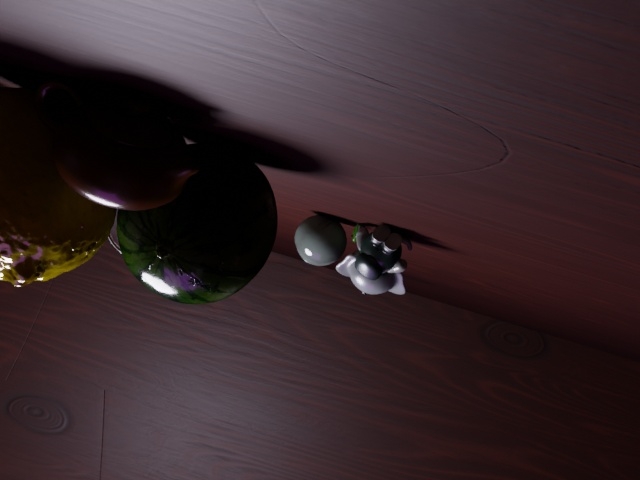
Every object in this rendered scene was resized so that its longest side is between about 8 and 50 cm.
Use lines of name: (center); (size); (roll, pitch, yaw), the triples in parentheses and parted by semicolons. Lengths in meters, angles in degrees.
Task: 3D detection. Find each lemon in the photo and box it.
lemon: (-0.424, -0.085, 1.345); (0.268, 0.321, 0.268); (-11, 147, -8)

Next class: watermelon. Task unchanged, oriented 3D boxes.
watermelon: (-0.182, -0.025, 1.399); (0.242, 0.242, 0.242); (17, 175, 1)

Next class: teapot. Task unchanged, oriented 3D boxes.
teapot: (-0.263, -0.137, 1.215); (0.252, 0.135, 0.178); (34, -151, 12)

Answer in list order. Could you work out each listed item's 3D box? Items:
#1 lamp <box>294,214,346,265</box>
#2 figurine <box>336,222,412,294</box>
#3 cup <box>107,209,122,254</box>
lamp: (0.000, 0.000, 1.888); (0.105, 0.105, 0.105); (17, 175, 1)
figurine: (0.109, 0.042, 1.809); (0.147, 0.126, 0.192); (27, 144, 7)
cup: (-0.440, -0.051, 2.438); (0.197, 0.196, 0.279); (17, -176, -1)
